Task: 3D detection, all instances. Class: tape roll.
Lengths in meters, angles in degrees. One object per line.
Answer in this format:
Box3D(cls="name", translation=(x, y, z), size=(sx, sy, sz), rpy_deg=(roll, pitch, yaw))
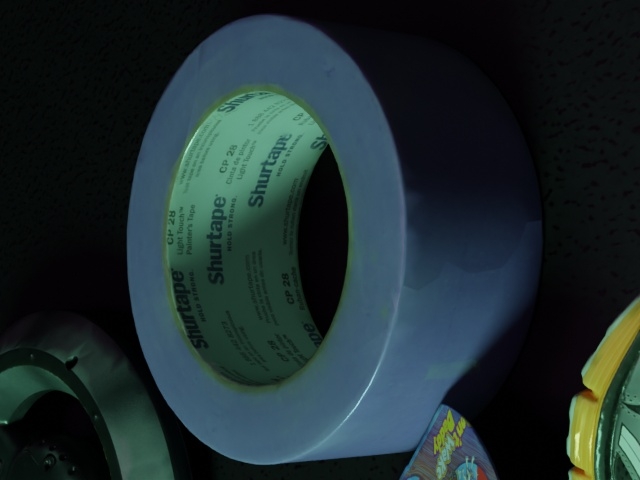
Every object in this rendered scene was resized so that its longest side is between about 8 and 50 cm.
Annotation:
Box3D(cls="tape roll", translation=(0.000, 0.000, 0.661), size=(0.189, 0.080, 0.189), rpy_deg=(-2, 88, 49))

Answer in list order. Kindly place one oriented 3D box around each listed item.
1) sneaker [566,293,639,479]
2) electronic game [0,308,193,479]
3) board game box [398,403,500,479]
Box3D(cls="sneaker", translation=(0.131, 0.103, 0.508), size=(0.083, 0.084, 0.215), rpy_deg=(25, 118, 47))
Box3D(cls="electronic game", translation=(-0.142, 0.152, 0.844), size=(0.229, 0.048, 0.229), rpy_deg=(-1, 88, 48))
Box3D(cls="board game box", translation=(0.033, 0.147, 0.602), size=(0.169, 0.033, 0.133), rpy_deg=(111, 154, -50))
